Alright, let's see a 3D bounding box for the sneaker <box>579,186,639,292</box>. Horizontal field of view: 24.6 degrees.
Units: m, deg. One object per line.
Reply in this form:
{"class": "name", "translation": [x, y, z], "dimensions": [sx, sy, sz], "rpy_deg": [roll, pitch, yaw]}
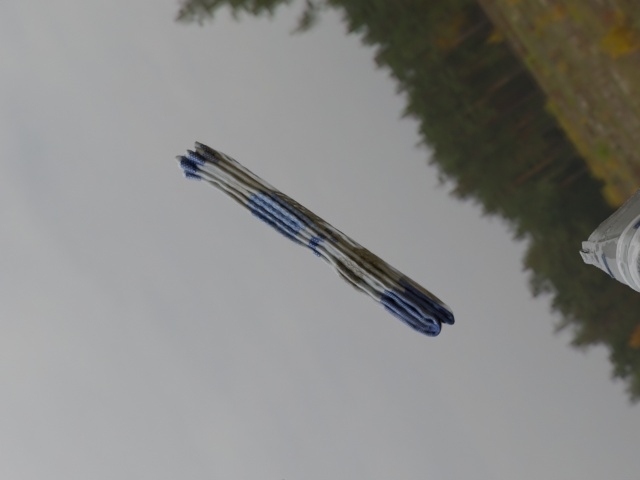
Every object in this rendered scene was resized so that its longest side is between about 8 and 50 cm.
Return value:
{"class": "sneaker", "translation": [0.346, -0.054, 1.302], "dimensions": [0.115, 0.281, 0.105], "rpy_deg": [15, 130, 59]}

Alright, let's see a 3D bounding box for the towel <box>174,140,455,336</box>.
{"class": "towel", "translation": [0.000, 0.000, 1.367], "dimensions": [0.285, 0.034, 0.209], "rpy_deg": [34, -177, 3]}
